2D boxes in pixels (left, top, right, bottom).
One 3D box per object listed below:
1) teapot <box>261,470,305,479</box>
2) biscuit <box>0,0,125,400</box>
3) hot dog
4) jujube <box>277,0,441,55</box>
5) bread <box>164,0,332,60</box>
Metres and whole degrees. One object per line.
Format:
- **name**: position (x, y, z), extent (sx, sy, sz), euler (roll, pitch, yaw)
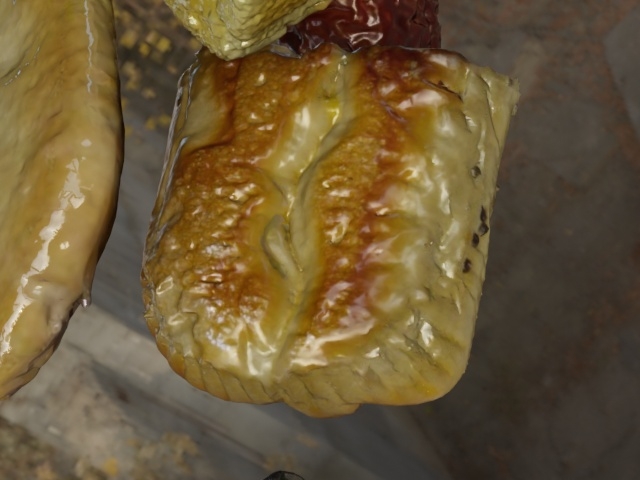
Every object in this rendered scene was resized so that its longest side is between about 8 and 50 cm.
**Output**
- **teapot**: position (-0.131, 0.339, 0.985), extent (0.362, 0.376, 0.305), euler (-29, 64, 6)
- **biscuit**: position (-0.316, -0.025, 1.160), extent (0.429, 0.104, 0.446), euler (-40, 41, 28)
- **hot dog**: position (0.000, 0.000, 1.324), extent (0.367, 0.196, 0.365), euler (3, 60, 15)
- **jujube**: position (0.048, -0.274, 1.609), extent (0.213, 0.232, 0.213), euler (-11, 30, 7)
- **bread**: position (-0.047, -0.275, 1.201), extent (0.204, 0.162, 0.262), euler (-35, 35, -17)
